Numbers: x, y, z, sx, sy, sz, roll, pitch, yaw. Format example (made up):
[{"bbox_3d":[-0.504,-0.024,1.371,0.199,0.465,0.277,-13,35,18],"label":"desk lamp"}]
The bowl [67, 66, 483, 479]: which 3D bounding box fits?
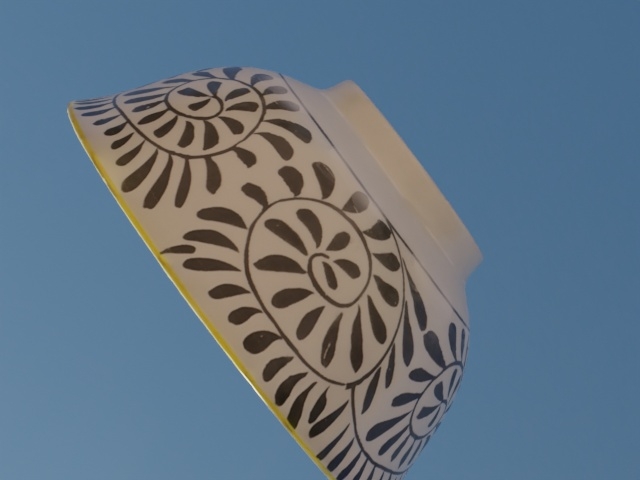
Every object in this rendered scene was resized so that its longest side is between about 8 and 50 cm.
[{"bbox_3d":[0.000,0.000,0.582,0.080,0.170,0.170,-36,-109,0],"label":"bowl"}]
